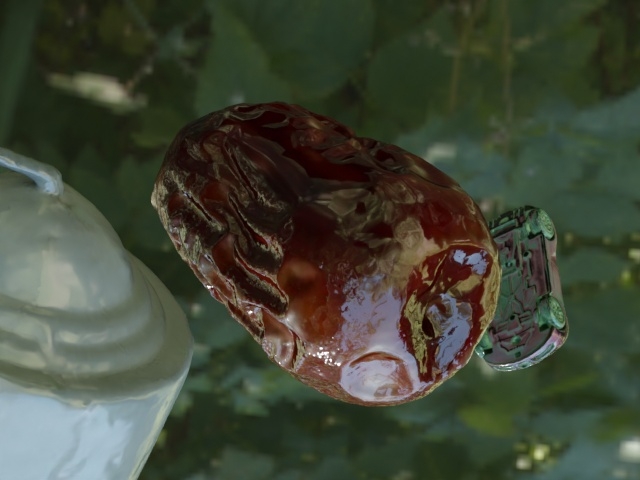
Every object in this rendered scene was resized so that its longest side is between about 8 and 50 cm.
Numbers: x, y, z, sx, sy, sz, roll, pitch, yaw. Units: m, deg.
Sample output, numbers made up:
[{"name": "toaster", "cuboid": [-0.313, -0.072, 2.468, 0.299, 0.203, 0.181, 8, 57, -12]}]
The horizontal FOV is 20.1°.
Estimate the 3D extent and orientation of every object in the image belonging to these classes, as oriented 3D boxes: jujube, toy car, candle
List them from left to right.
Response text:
[{"name": "candle", "cuboid": [-0.194, 0.097, 0.987, 0.221, 0.343, 0.221, 23, -156, -11]}, {"name": "jujube", "cuboid": [0.000, 0.000, 1.098, 0.230, 0.155, 0.155, 39, -175, 34]}, {"name": "toy car", "cuboid": [0.146, 0.037, 1.325, 0.069, 0.142, 0.055, -25, 135, 26]}]
